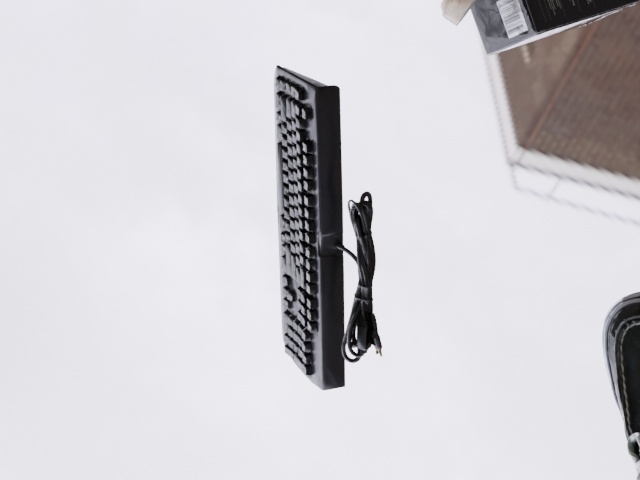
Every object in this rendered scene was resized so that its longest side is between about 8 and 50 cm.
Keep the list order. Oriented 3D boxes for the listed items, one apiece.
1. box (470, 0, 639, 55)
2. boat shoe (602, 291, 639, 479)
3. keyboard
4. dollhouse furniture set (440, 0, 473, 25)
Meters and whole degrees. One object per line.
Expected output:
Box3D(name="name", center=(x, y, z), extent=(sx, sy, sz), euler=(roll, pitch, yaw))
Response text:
Box3D(name="box", center=(0.246, -0.373, 1.650), extent=(0.184, 0.103, 0.261), euler=(-21, -89, -32))
Box3D(name="boat shoe", center=(0.286, 0.174, 1.046), extent=(0.105, 0.113, 0.306), euler=(11, -124, -53))
Box3D(name="keyboard", center=(0.000, 0.000, 1.358), extent=(0.033, 0.317, 0.201), euler=(-13, -157, -27))
Box3D(name="dollhouse furniture set", center=(-0.006, -0.318, 1.028), extent=(0.362, 0.256, 0.394), euler=(35, -150, 0))
